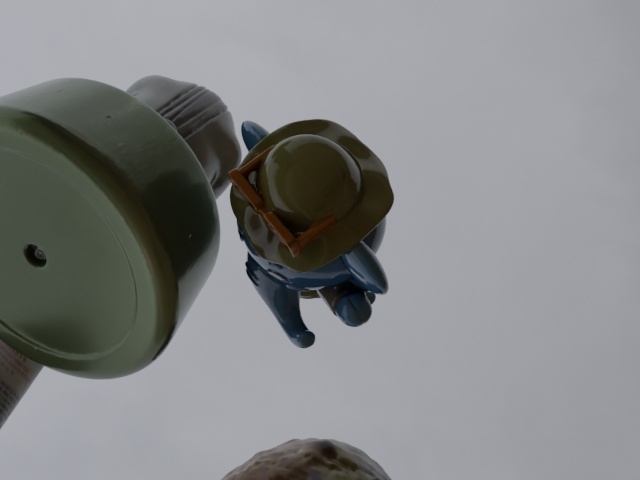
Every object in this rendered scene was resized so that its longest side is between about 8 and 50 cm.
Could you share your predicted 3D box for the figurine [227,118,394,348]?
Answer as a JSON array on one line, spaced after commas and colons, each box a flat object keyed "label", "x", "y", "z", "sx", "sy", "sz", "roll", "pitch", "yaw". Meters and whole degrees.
[{"label": "figurine", "x": 0.002, "y": -0.003, "z": 0.963, "sx": 0.154, "sy": 0.180, "sz": 0.262, "roll": -14, "pitch": -35, "yaw": 8}]

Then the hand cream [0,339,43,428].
[{"label": "hand cream", "x": -0.377, "y": 0.177, "z": 1.081, "sx": 0.248, "sy": 0.083, "sz": 0.133, "roll": -61, "pitch": -33, "yaw": -28}]

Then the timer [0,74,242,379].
[{"label": "timer", "x": -0.197, "y": -0.061, "z": 1.065, "sx": 0.315, "sy": 0.291, "sz": 0.290, "roll": -50, "pitch": -55, "yaw": -49}]

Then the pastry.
[{"label": "pastry", "x": 0.003, "y": 0.326, "z": 1.204, "sx": 0.237, "sy": 0.256, "sz": 0.170, "roll": 25, "pitch": -52, "yaw": -24}]
